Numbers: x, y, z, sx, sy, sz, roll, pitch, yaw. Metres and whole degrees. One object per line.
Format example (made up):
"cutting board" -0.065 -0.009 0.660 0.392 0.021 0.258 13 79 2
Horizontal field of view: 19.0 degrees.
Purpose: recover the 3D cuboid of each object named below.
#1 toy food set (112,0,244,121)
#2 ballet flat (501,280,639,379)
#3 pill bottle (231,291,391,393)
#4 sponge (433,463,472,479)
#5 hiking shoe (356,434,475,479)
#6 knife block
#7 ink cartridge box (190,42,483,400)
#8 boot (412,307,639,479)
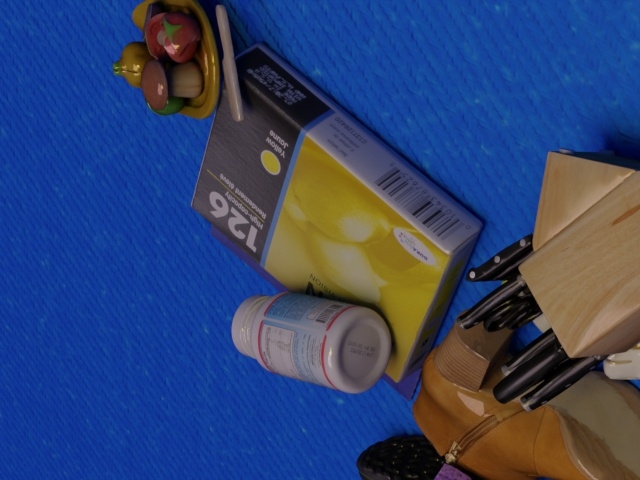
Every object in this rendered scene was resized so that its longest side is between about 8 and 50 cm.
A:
"toy food set" -0.158 -0.181 1.925 0.218 0.071 0.128 18 117 63
"ballet flat" 0.259 0.081 1.720 0.231 0.077 0.077 33 147 25
"pill bottle" -0.013 0.098 1.923 0.160 0.087 0.087 11 127 46
"sponge" 0.136 0.319 1.979 0.117 0.031 0.210 35 141 6
"hiking shoe" 0.132 0.286 2.030 0.227 0.086 0.114 19 129 37
"knife block" 0.249 0.051 1.615 0.276 0.088 0.242 15 102 40
"ink cartridge box" 0.000 0.000 1.956 0.303 0.072 0.307 39 140 18
"boot" 0.222 0.200 1.865 0.295 0.104 0.211 38 151 16
